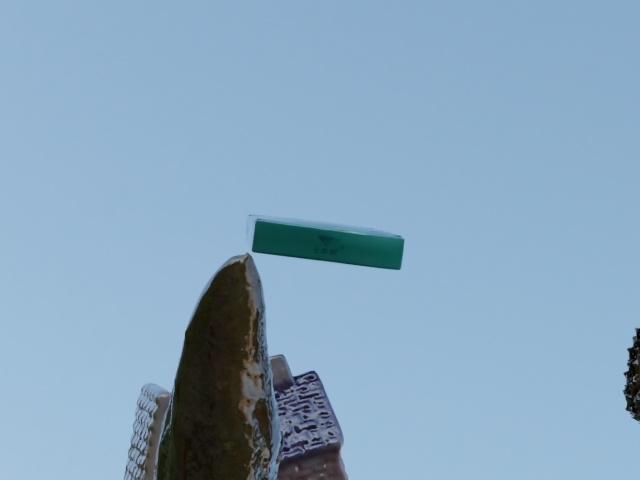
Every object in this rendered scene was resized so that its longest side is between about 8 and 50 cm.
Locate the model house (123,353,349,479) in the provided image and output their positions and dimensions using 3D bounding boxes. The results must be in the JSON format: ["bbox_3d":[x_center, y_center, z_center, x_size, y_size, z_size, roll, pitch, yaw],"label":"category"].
[{"bbox_3d":[-0.086,0.246,1.912,0.202,0.237,0.237,164,-92,-84],"label":"model house"}]

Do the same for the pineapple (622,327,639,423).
[{"bbox_3d":[0.319,0.071,1.599,0.083,0.221,0.103,19,-8,-34],"label":"pineapple"}]

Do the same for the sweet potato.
[{"bbox_3d":[-0.077,0.176,1.347,0.092,0.341,0.114,13,2,12],"label":"sweet potato"}]

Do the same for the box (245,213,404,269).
[{"bbox_3d":[0.000,0.000,2.048,0.161,0.042,0.226,6,2,-5],"label":"box"}]
